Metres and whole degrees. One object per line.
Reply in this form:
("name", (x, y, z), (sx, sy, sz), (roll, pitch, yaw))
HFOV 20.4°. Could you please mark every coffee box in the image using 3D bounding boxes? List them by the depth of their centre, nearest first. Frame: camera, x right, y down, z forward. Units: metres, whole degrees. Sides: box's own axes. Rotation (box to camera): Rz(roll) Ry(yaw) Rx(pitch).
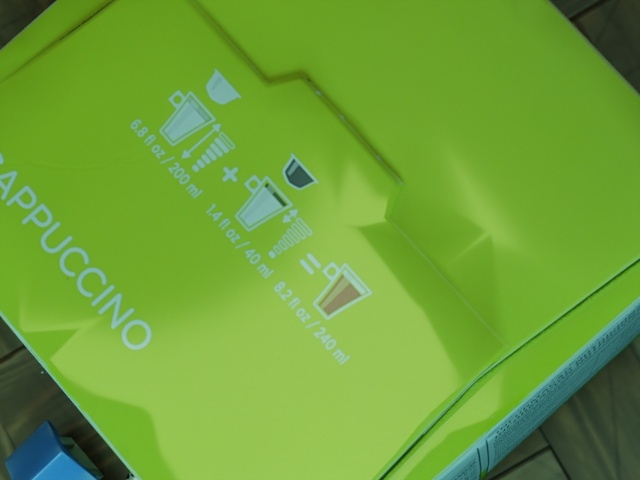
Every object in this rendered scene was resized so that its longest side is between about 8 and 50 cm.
("coffee box", (0.000, 0.000, 1.080), (0.338, 0.334, 0.337), (-41, 78, -4))

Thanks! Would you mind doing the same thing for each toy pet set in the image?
("toy pet set", (-0.165, 0.131, 1.243), (0.114, 0.065, 0.122), (-43, 78, 2))
